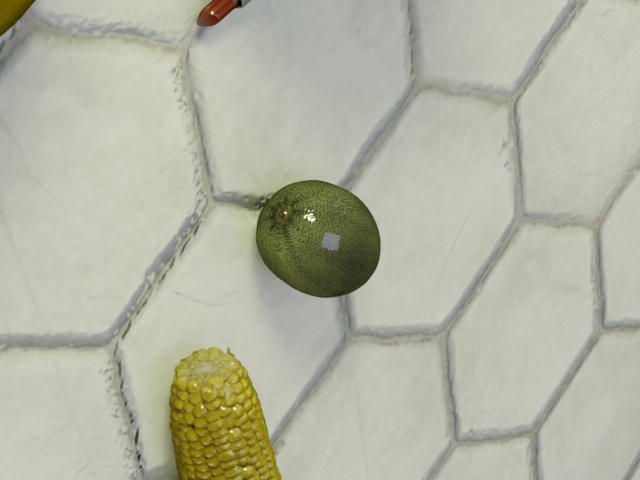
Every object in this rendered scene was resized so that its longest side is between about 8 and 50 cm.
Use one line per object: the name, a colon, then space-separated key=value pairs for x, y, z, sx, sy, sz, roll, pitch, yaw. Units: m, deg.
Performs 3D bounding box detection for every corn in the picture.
corn: x=-0.078 y=0.209 z=1.383 sx=0.091 sy=0.091 sz=0.260 roll=-7 pitch=123 yaw=0

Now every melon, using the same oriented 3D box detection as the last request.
melon: x=0.000 y=0.000 z=1.357 sx=0.098 sy=0.098 sz=0.130 roll=-59 pitch=143 yaw=-8

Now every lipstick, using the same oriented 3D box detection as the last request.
lipstick: x=-0.051 y=-0.208 z=1.247 sx=0.129 sy=0.030 sz=0.030 roll=-46 pitch=137 yaw=-22

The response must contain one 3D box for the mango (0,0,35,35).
mango: x=-0.223 y=-0.309 z=0.863 sx=0.301 sy=0.220 sz=0.445 roll=15 pitch=94 yaw=-56
